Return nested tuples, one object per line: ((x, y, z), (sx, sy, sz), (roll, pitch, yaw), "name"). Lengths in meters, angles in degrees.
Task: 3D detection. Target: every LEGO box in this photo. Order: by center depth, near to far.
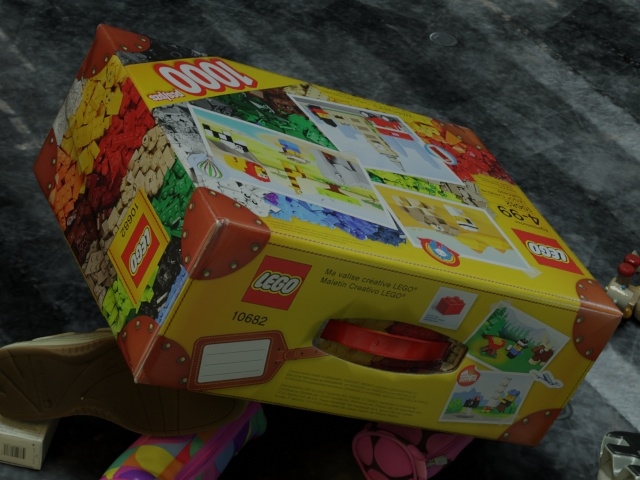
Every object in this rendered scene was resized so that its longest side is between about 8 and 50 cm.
((0.000, 0.000, 1.945), (0.500, 0.193, 0.372), (13, 28, -34), "LEGO box")

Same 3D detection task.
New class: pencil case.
((-0.142, 0.226, 1.951), (0.104, 0.104, 0.236), (20, 35, 15), "pencil case")
((0.132, 0.205, 2.062), (0.098, 0.095, 0.209), (-7, 19, 43), "pencil case")

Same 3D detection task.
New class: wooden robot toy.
((0.395, 0.074, 2.347), (0.079, 0.076, 0.173), (30, 38, 10), "wooden robot toy")

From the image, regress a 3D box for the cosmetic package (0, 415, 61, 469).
((-0.312, 0.190, 2.010), (0.060, 0.041, 0.115), (12, 34, 3), "cosmetic package")

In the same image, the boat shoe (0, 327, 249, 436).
((-0.201, 0.136, 1.939), (0.302, 0.109, 0.098), (-2, 13, 24), "boat shoe")

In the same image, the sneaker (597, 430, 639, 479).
((0.341, 0.310, 1.859), (0.122, 0.146, 0.330), (12, 11, -4), "sneaker")
